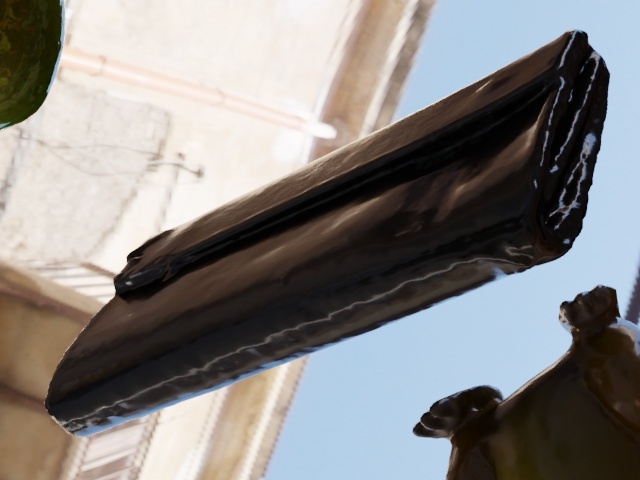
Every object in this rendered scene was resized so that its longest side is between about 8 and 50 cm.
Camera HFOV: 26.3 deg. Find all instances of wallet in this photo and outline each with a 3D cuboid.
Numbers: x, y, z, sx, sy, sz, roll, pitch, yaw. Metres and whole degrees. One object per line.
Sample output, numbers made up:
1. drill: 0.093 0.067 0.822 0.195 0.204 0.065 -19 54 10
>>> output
1. wallet: -0.001 -0.001 0.933 0.406 0.228 0.062 -23 -63 32

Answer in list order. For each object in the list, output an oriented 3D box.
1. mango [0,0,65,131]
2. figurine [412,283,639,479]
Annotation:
1. mango: -0.251 -0.150 0.637 0.273 0.149 0.185 7 -83 -23
2. figurine: 0.115 0.113 0.450 0.121 0.122 0.176 -38 -132 23
